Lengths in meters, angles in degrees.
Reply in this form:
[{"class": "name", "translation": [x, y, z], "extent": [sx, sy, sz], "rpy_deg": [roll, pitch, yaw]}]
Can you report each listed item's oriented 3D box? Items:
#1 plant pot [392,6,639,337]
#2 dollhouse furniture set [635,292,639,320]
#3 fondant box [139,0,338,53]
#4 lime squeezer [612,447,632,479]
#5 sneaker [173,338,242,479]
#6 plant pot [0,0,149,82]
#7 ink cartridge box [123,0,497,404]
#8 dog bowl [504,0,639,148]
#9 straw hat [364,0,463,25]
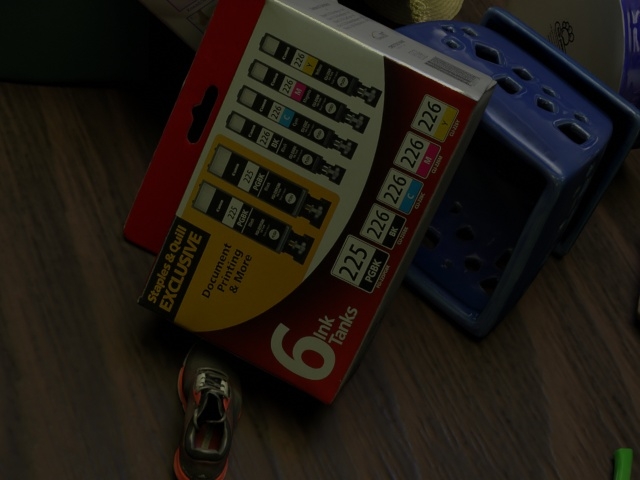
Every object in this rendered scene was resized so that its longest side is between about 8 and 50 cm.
[{"class": "plant pot", "translation": [0.171, -0.086, 1.510], "extent": [0.236, 0.236, 0.212], "rpy_deg": [41, 45, 19]}, {"class": "dollhouse furniture set", "translation": [0.467, 0.005, 1.634], "extent": [0.197, 0.151, 0.301], "rpy_deg": [9, 63, 17]}, {"class": "fondant box", "translation": [-0.087, -0.274, 1.544], "extent": [0.330, 0.096, 0.238], "rpy_deg": [38, 28, -48]}, {"class": "lime squeezer", "translation": [0.284, 0.319, 1.323], "extent": [0.110, 0.059, 0.310], "rpy_deg": [22, 37, -41]}, {"class": "sneaker", "translation": [-0.094, 0.144, 1.333], "extent": [0.061, 0.065, 0.158], "rpy_deg": [8, 49, -11]}, {"class": "plant pot", "translation": [-0.306, -0.269, 1.561], "extent": [0.234, 0.166, 0.165], "rpy_deg": [-7, 52, -12]}, {"class": "ink cartridge box", "translation": [-0.034, -0.057, 1.352], "extent": [0.272, 0.309, 0.130], "rpy_deg": [27, 18, 7]}, {"class": "dog bowl", "translation": [0.308, -0.228, 1.648], "extent": [0.104, 0.265, 0.265], "rpy_deg": [-8, 53, -20]}, {"class": "straw hat", "translation": [0.116, -0.327, 1.810], "extent": [0.144, 0.061, 0.144], "rpy_deg": [9, 48, -11]}]
